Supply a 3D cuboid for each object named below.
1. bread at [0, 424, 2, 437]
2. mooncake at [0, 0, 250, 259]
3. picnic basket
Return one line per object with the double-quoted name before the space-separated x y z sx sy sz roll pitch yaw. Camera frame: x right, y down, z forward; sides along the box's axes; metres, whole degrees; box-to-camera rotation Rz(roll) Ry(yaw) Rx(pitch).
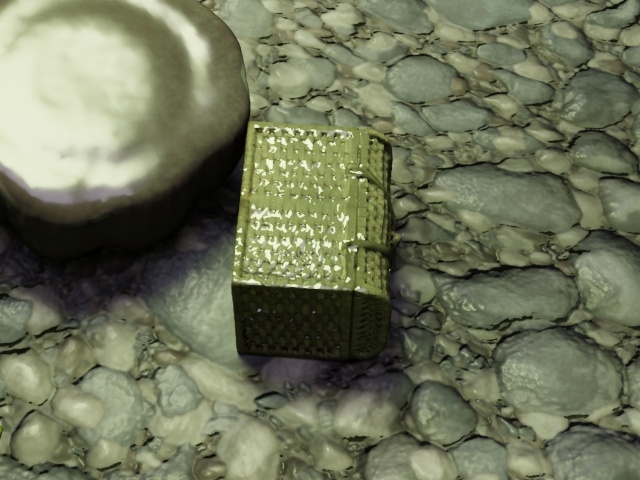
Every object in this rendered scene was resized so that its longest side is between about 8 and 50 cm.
"bread" -0.361 0.247 0.781 0.376 0.251 0.208 -19 86 -15
"mooncake" -0.223 -0.123 1.198 0.306 0.154 0.306 4 65 -8
"picnic basket" 0.000 0.000 1.162 0.154 0.134 0.196 3 54 1
